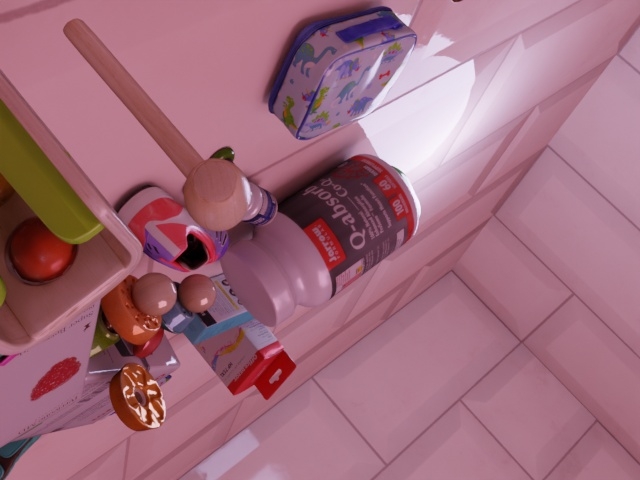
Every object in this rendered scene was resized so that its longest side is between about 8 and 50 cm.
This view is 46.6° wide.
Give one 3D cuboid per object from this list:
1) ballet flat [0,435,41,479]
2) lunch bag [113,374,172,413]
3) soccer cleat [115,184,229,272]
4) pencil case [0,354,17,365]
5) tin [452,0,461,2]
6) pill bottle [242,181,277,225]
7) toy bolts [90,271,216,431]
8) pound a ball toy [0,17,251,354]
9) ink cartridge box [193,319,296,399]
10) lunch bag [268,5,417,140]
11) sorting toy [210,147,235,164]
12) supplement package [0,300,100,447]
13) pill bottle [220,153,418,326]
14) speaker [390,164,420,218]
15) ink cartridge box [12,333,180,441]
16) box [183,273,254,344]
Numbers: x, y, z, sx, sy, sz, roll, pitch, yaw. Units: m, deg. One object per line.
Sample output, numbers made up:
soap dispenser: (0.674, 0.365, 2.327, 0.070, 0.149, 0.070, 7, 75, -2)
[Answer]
ballet flat: (-0.561, 0.370, 1.321, 0.247, 0.083, 0.087, -44, 178, 11)
lunch bag: (-0.390, 0.272, 1.458, 0.129, 0.096, 0.151, -42, 150, 6)
soccer cleat: (-0.204, 0.009, 1.158, 0.108, 0.116, 0.318, -43, 164, 1)
pencil case: (-0.343, 0.018, 0.663, 0.104, 0.236, 0.104, -35, 154, -21)
tin: (0.265, -0.470, 1.190, 0.190, 0.040, 0.106, -49, 159, 23)
pill bottle: (-0.122, -0.064, 1.258, 0.067, 0.067, 0.120, -45, 164, 7)
toy bolts: (-0.229, 0.136, 1.086, 0.158, 0.218, 0.228, -29, -174, 12)
pound a ball toy: (-0.220, -0.066, 0.561, 0.208, 0.319, 0.136, -40, 164, -11)
ink cartridge box: (-0.174, 0.233, 1.599, 0.134, 0.231, 0.078, -52, 162, 29)
lunch bag: (0.035, -0.253, 1.101, 0.219, 0.090, 0.176, -29, 160, -39)
sorting toy: (-0.159, -0.092, 1.141, 0.102, 0.042, 0.061, -45, 164, 6)
supplement package: (-0.386, 0.104, 0.865, 0.177, 0.175, 0.293, -31, 161, -37)
pill bottle: (0.000, 0.000, 1.452, 0.363, 0.210, 0.210, -35, 163, -26)
speaker: (0.165, -0.091, 1.765, 0.131, 0.131, 0.296, -43, 164, 3)
ink cartridge box: (-0.389, 0.209, 1.175, 0.211, 0.122, 0.289, -33, 166, 10)
box: (-0.194, 0.126, 1.515, 0.244, 0.100, 0.060, -18, 151, -55)
